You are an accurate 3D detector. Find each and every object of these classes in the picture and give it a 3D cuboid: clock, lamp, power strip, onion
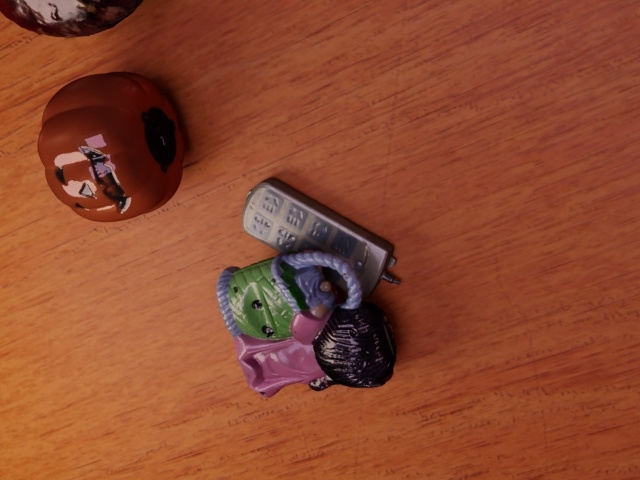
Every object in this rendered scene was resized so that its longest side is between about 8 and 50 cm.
[{"bbox_3d":[-0.013,0.103,1.407,0.196,0.100,0.194,-7,114,27],"label":"clock"},{"bbox_3d":[-0.264,-0.114,1.413,0.164,0.188,0.187,-10,102,25],"label":"lamp"},{"bbox_3d":[0.000,0.000,1.425,0.227,0.029,0.080,29,114,11],"label":"power strip"},{"bbox_3d":[-0.304,-0.363,1.353,0.247,0.190,0.246,11,129,14],"label":"onion"}]
